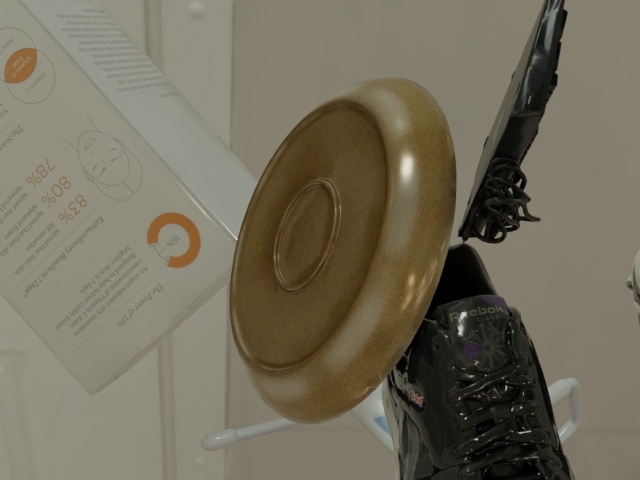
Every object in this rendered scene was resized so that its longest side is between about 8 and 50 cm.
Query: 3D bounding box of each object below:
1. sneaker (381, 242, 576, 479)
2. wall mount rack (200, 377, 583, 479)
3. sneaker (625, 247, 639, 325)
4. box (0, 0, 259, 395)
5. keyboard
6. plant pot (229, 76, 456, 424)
[{"bbox_3d":[0.083,0.102,0.579,0.107,0.124,0.283,-7,30,-6],"label":"sneaker"},{"bbox_3d":[0.075,0.192,1.015,0.304,0.130,0.350,-39,50,-13],"label":"wall mount rack"},{"bbox_3d":[0.337,0.073,0.789,0.234,0.153,0.094,25,80,4],"label":"sneaker"},{"bbox_3d":[-0.231,-0.065,0.992,0.345,0.215,0.168,49,17,0],"label":"box"},{"bbox_3d":[0.104,-0.043,0.531,0.038,0.192,0.100,17,75,6],"label":"keyboard"},{"bbox_3d":[0.000,0.000,0.674,0.032,0.236,0.236,18,31,-29],"label":"plant pot"}]
